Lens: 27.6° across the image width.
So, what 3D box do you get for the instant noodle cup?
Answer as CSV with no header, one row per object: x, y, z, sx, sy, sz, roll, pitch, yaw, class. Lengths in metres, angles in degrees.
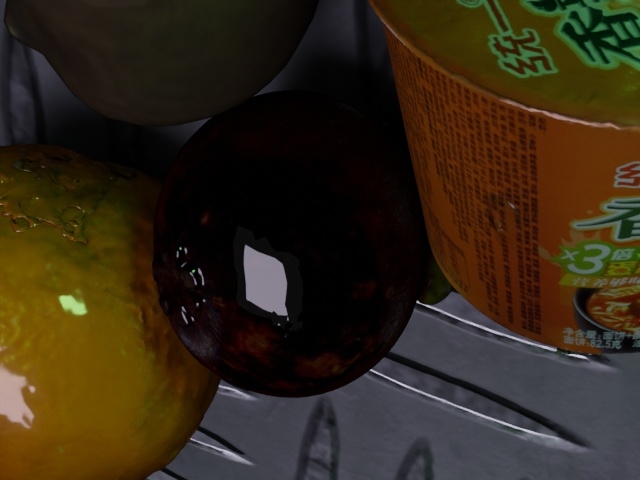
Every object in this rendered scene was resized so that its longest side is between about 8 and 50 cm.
0.131,-0.069,0.583,0.230,0.230,0.182,18,142,19,instant noodle cup

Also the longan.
-0.080,-0.148,0.676,0.189,0.189,0.189,18,134,19,longan

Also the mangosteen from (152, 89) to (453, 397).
0.000,0.000,0.756,0.199,0.200,0.200,18,134,19,mangosteen

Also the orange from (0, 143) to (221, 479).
-0.183,0.058,0.864,0.246,0.246,0.246,18,134,19,orange
